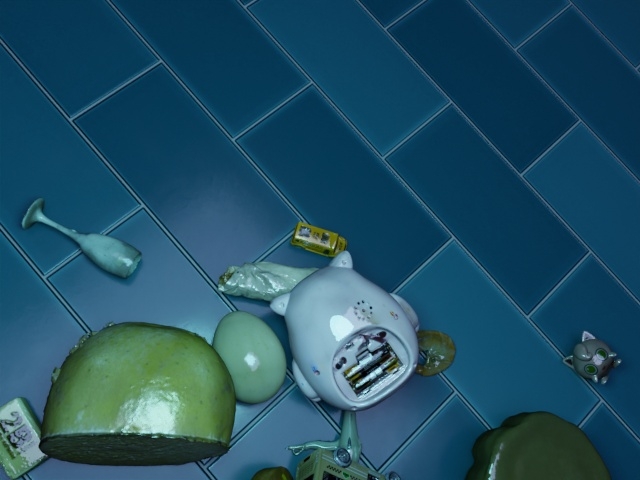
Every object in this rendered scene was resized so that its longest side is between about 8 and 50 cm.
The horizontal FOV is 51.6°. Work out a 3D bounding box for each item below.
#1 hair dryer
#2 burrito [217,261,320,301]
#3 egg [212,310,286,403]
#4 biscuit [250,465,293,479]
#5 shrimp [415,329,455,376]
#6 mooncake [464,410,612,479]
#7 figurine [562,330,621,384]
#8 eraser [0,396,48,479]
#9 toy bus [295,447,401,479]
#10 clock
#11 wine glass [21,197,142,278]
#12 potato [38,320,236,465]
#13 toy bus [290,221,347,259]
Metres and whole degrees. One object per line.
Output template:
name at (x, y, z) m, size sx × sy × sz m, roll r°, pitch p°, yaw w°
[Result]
hair dryer at (0.021, 0.526, 1.816) m, size 0.199 × 0.067 × 0.167 m, roll 14°, pitch 62°, yaw 8°
burrito at (-0.094, 0.124, 1.885) m, size 0.392 × 0.076 × 0.117 m, roll 8°, pitch 67°, yaw -12°
egg at (-0.192, 0.306, 1.750) m, size 0.189 × 0.188 × 0.253 m, roll -16°, pitch 70°, yaw -16°
biscuit at (-0.122, 0.746, 1.569) m, size 0.070 × 0.350 × 0.394 m, roll -4°, pitch 77°, yaw 18°
shrimp at (0.283, 0.326, 1.926) m, size 0.236 × 0.053 × 0.133 m, roll 5°, pitch 93°, yaw -14°
mooncake at (0.585, 0.661, 1.814) m, size 0.379 × 0.201 × 0.378 m, roll 5°, pitch 71°, yaw -15°
figurine at (0.814, 0.355, 1.982) m, size 0.138 × 0.125 × 0.125 m, roll 37°, pitch 70°, yaw 14°
eraser at (-0.754, 0.491, 1.647) m, size 0.117 × 0.058 × 0.172 m, roll -33°, pitch 83°, yaw -18°
toy bus at (0.081, 0.652, 1.688) m, size 0.290 × 0.139 × 0.157 m, roll 30°, pitch 40°, yaw -17°
clock at (0.072, 0.249, 1.747) m, size 0.368 × 0.250 × 0.376 m, roll -34°, pitch 95°, yaw -5°
wine glass at (-0.643, 0.012, 1.710) m, size 0.310 × 0.264 × 0.096 m, roll 29°, pitch 99°, yaw -3°
potato at (-0.421, 0.361, 1.598) m, size 0.442 × 0.385 × 0.319 m, roll 2°, pitch 64°, yaw -1°
toy bus at (0.000, 0.000, 1.938) m, size 0.162 × 0.074 × 0.069 m, roll 18°, pitch 70°, yaw -5°
